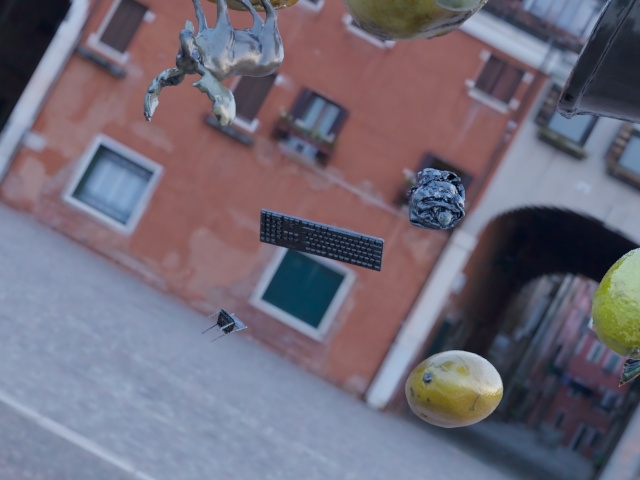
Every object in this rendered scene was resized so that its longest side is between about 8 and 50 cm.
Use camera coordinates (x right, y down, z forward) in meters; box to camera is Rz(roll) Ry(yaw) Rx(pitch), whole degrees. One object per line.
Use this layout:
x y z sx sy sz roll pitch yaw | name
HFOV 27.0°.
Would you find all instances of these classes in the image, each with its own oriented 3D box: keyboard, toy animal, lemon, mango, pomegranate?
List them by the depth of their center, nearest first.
0.276 0.049 1.124 0.082 0.110 0.082 30 -18 11 | lemon
-0.122 -0.221 1.582 0.094 0.186 0.214 -8 -4 45 | toy animal
0.136 -0.402 1.886 0.260 0.260 0.260 28 -2 1 | pomegranate
0.205 0.235 2.045 0.147 0.109 0.227 -6 -20 5 | mango
0.000 0.000 2.084 0.204 0.061 0.013 14 36 15 | keyboard

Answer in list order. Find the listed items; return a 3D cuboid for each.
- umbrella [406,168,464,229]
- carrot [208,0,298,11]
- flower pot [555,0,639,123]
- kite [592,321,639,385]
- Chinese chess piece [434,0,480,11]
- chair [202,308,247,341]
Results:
0.165 -0.070 1.918 0.080 0.071 0.224 7 12 0 | umbrella
-0.101 -0.529 1.957 0.224 0.340 0.224 5 38 -4 | carrot
0.488 -0.265 1.665 0.251 0.379 0.379 33 -1 9 | flower pot
0.457 0.119 1.864 0.159 0.190 0.010 7 14 -8 | kite
0.172 -0.352 1.626 0.059 0.144 0.144 7 -3 3 | Chinese chess piece
-0.153 0.133 2.178 0.037 0.042 0.086 43 38 20 | chair
